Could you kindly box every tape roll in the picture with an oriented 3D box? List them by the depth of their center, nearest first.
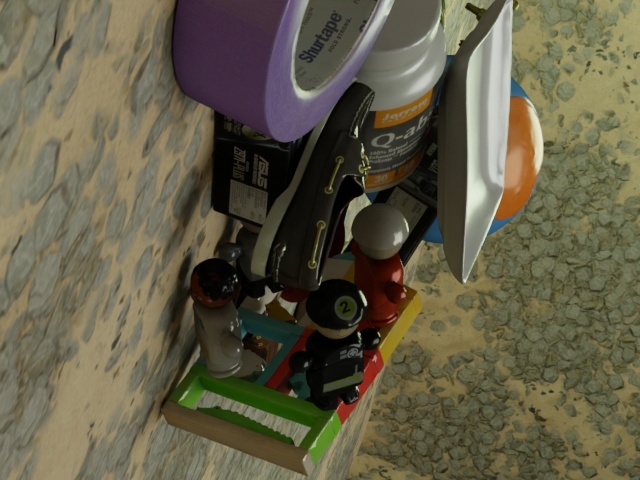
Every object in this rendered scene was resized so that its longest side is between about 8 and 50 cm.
[{"bbox_3d":[-0.011,-0.223,1.120,0.275,0.090,0.275,-56,165,-24],"label":"tape roll"}]

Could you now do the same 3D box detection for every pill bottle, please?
[{"bbox_3d":[0.051,-0.180,1.475,0.278,0.162,0.162,95,17,-64],"label":"pill bottle"}]

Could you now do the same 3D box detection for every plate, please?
[{"bbox_3d":[0.182,-0.128,1.613,0.277,0.045,0.278,-58,150,-58],"label":"plate"}]

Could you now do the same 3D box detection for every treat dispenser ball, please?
[{"bbox_3d":[0.195,-0.138,2.061,0.288,0.288,0.288,20,90,-81],"label":"treat dispenser ball"}]

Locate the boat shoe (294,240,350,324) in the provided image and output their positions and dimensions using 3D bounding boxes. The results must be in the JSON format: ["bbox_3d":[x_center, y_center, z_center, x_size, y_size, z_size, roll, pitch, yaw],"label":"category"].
[{"bbox_3d":[0.037,0.089,2.229,0.257,0.095,0.095,-57,165,-56],"label":"boat shoe"}]

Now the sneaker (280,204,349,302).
[{"bbox_3d":[0.000,0.000,1.841,0.128,0.087,0.221,85,27,-67],"label":"sneaker"}]

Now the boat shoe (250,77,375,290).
[{"bbox_3d":[0.009,-0.054,1.291,0.081,0.068,0.228,91,23,-65],"label":"boat shoe"}]

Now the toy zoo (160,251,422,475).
[{"bbox_3d":[-0.018,0.112,1.493,0.293,0.192,0.030,-52,142,-31],"label":"toy zoo"}]

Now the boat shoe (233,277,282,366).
[{"bbox_3d":[-0.083,0.098,1.636,0.060,0.064,0.178,-44,146,-54],"label":"boat shoe"}]

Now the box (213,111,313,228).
[{"bbox_3d":[-0.041,-0.121,1.328,0.180,0.077,0.147,98,14,-53],"label":"box"}]

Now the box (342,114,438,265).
[{"bbox_3d":[0.082,0.009,1.774,0.307,0.076,0.242,-59,176,30],"label":"box"}]

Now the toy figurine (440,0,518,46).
[{"bbox_3d":[0.185,-0.420,1.715,0.363,0.191,0.217,88,15,-56],"label":"toy figurine"}]

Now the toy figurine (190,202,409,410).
[{"bbox_3d":[-0.023,0.047,1.392,0.213,0.209,0.148,-57,156,-45],"label":"toy figurine"}]
